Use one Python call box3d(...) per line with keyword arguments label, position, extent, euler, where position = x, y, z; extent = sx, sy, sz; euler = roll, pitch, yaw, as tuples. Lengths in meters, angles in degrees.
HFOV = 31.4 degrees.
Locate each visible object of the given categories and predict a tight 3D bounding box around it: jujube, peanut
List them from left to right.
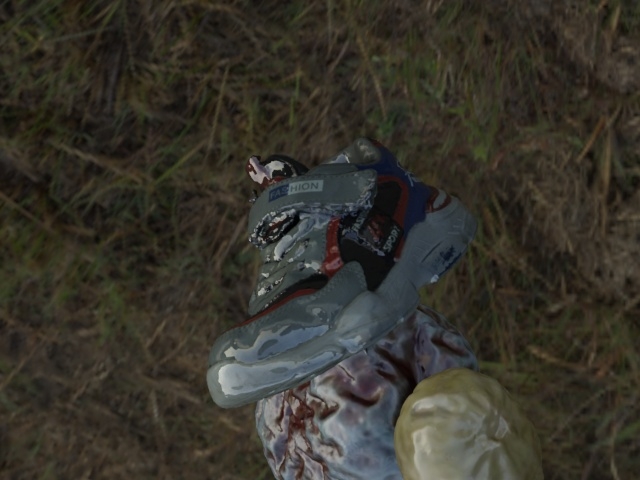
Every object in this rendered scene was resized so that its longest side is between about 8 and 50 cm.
box3d(label="jujube", position=(0.051, 0.181, 1.244), extent=(0.226, 0.226, 0.317), euler=(25, 151, -4))
box3d(label="peanut", position=(0.129, 0.210, 0.973), extent=(0.124, 0.123, 0.256), euler=(2, 137, 13))

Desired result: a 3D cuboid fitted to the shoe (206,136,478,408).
box3d(label="shoe", position=(0.000, 0.000, 0.666), extent=(0.099, 0.227, 0.125), euler=(-27, 98, 43))
